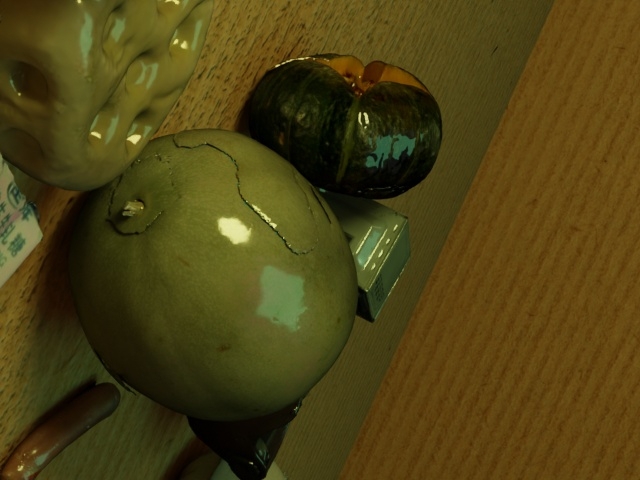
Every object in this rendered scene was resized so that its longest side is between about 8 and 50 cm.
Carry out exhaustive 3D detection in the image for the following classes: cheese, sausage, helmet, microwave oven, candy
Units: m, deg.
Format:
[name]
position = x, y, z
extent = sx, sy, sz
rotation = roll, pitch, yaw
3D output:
[cheese]
position = -0.170, -0.156, 0.790
extent = 0.218, 0.117, 0.235
rotation = -35, 147, -63
[sausage]
position = -0.277, 0.206, 1.148
extent = 0.177, 0.040, 0.047
rotation = -42, 160, -53
[helmet]
position = -0.099, 0.184, 1.443
extent = 0.305, 0.177, 0.225
rotation = -64, 178, 41
[microwave oven]
position = 0.000, 0.000, 1.409
extent = 0.122, 0.208, 0.162
rotation = -60, 164, -15
[candy]
position = -0.266, -0.025, 0.766
extent = 0.092, 0.073, 0.160
rotation = -52, 162, -23

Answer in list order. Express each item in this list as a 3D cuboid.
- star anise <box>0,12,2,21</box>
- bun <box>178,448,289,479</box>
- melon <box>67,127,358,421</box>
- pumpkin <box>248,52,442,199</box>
[star anise]
position = -0.267, -0.145, 0.507
extent = 0.212, 0.111, 0.196
rotation = -25, 127, -19
[bun]
position = -0.172, 0.453, 1.683
extent = 0.263, 0.175, 0.263
rotation = 31, 53, -53
[melon]
position = -0.104, 0.035, 1.025
extent = 0.268, 0.268, 0.330
rotation = -60, 155, -15
[pumpkin]
position = 0.030, -0.131, 1.266
extent = 0.238, 0.238, 0.159
rotation = -35, 144, -60
